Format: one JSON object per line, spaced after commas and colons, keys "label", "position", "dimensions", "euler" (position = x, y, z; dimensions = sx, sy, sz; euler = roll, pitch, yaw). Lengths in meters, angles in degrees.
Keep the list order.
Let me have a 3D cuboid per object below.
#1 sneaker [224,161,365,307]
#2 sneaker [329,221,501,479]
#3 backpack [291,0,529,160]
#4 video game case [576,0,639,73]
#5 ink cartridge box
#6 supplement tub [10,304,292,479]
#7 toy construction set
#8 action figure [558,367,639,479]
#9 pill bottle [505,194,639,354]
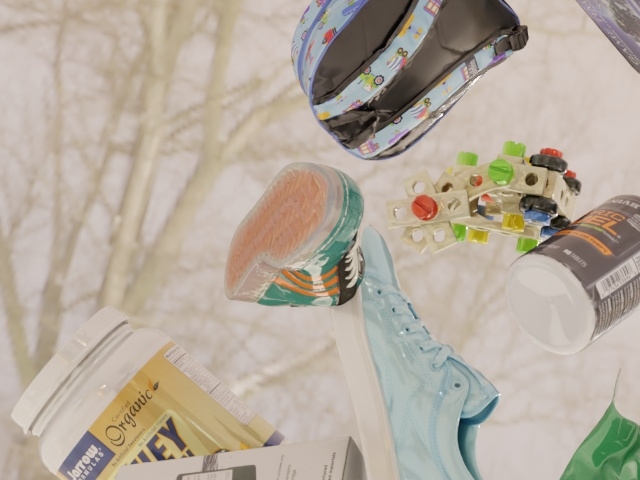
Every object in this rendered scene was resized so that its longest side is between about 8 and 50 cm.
{"label": "sneaker", "position": [0.000, 0.000, 1.635], "dimensions": [0.121, 0.108, 0.302], "euler": [10, -16, -17]}
{"label": "sneaker", "position": [0.110, 0.144, 1.718], "dimensions": [0.150, 0.365, 0.135], "euler": [-16, -12, 12]}
{"label": "backpack", "position": [0.052, -0.158, 1.292], "dimensions": [0.158, 0.173, 0.117], "euler": [41, 2, -46]}
{"label": "video game case", "position": [0.298, -0.188, 1.429], "dimensions": [0.196, 0.026, 0.274], "euler": [44, 0, -27]}
{"label": "ink cartridge box", "position": [-0.065, 0.333, 1.802], "dimensions": [0.289, 0.121, 0.211], "euler": [-11, -45, 24]}
{"label": "supplement tub", "position": [-0.211, 0.255, 2.086], "dimensions": [0.316, 0.228, 0.228], "euler": [40, -22, 3]}
{"label": "toy construction set", "position": [0.211, -0.056, 2.089], "dimensions": [0.215, 0.151, 0.328], "euler": [10, 6, 20]}
{"label": "action figure", "position": [0.190, 0.214, 1.183], "dimensions": [0.064, 0.137, 0.232], "euler": [10, -41, -19]}
{"label": "pill bottle", "position": [0.340, 0.027, 1.939], "dimensions": [0.130, 0.246, 0.130], "euler": [27, -48, 35]}
